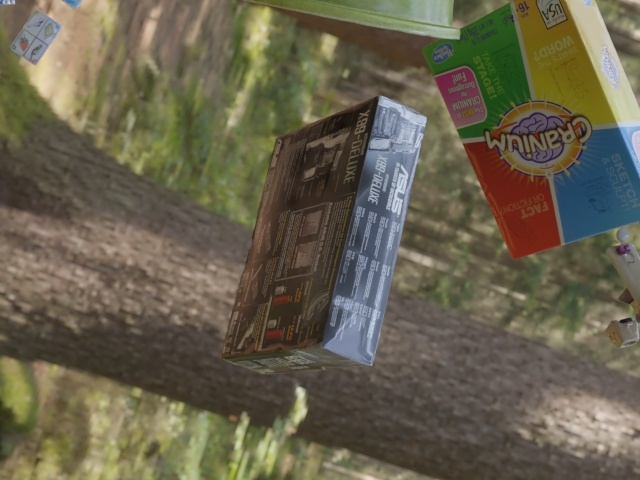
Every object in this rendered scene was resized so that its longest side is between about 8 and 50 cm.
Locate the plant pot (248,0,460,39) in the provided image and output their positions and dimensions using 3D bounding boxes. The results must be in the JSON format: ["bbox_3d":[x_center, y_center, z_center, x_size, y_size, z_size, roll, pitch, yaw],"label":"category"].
[{"bbox_3d":[0.029,-0.351,1.182,0.276,0.276,0.253,-103,-157,-76],"label":"plant pot"}]

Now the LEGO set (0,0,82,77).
[{"bbox_3d":[-0.475,-0.365,1.799,0.244,0.182,0.060,-54,-168,5],"label":"LEGO set"}]

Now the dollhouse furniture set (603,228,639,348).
[{"bbox_3d":[0.300,0.029,1.025,0.091,0.114,0.081,108,-34,-55],"label":"dollhouse furniture set"}]

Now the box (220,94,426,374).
[{"bbox_3d":[0.000,0.000,1.417,0.242,0.077,0.307,-15,-123,57],"label":"box"}]

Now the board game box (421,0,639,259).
[{"bbox_3d":[0.293,-0.154,1.541,0.064,0.316,0.242,-26,-177,-42],"label":"board game box"}]
